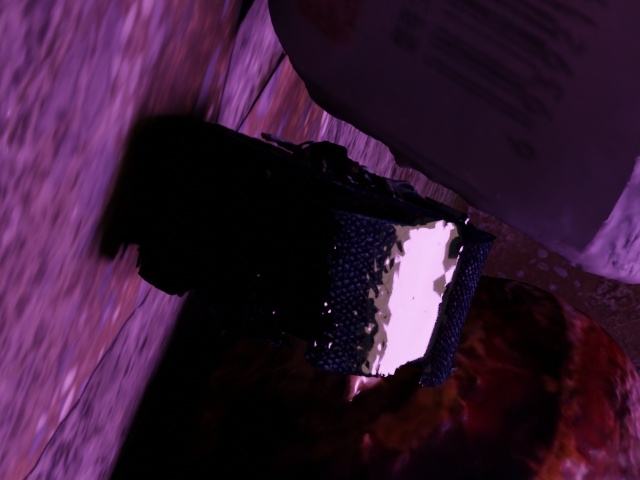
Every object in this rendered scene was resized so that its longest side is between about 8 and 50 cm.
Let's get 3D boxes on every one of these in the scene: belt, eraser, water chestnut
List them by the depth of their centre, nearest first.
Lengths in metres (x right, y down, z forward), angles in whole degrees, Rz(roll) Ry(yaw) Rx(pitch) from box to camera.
[{"bbox_3d":[0.079,-0.101,0.498,0.081,0.174,0.227,-52,170,-34],"label":"eraser"},{"bbox_3d":[0.000,0.000,0.546,0.140,0.105,0.058,-129,-121,-83],"label":"belt"},{"bbox_3d":[0.035,0.123,0.742,0.223,0.238,0.224,-31,-157,15],"label":"water chestnut"}]
